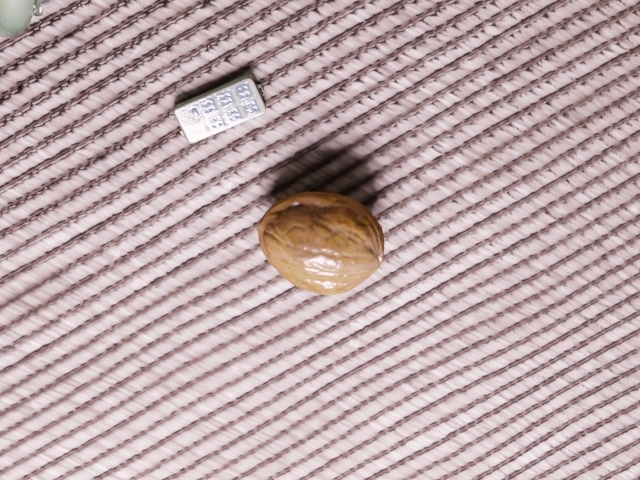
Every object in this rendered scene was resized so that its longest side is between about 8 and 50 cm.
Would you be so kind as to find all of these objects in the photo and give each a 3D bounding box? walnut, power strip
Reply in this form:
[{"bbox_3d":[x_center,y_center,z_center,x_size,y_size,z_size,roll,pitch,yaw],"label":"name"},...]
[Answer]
[{"bbox_3d":[0.000,0.000,1.488,0.124,0.105,0.105,12,113,6],"label":"walnut"},{"bbox_3d":[-0.095,-0.125,1.470,0.090,0.016,0.040,-23,114,4],"label":"power strip"}]

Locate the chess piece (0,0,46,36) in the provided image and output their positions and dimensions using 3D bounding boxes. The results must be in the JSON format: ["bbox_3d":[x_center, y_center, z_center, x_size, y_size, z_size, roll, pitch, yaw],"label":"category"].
[{"bbox_3d":[-0.161,-0.271,1.320,0.299,0.194,0.194,-2,114,-14],"label":"chess piece"}]
